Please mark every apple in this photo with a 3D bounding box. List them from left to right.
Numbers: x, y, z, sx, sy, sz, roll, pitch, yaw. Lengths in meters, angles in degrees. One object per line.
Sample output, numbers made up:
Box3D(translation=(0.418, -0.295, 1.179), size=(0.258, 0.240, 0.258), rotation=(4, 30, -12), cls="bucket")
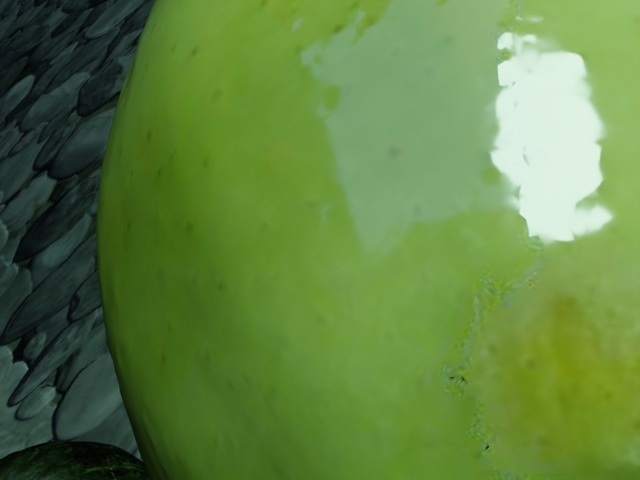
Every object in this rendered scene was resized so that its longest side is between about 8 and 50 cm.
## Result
Box3D(translation=(0.086, 0.011, 0.620), size=(0.357, 0.357, 0.357), rotation=(-34, 26, 19), cls="apple")

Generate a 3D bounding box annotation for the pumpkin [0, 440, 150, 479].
Box3D(translation=(-0.139, 0.182, 0.927), size=(0.167, 0.125, 0.167), rotation=(-27, 23, 12), cls="pumpkin")
